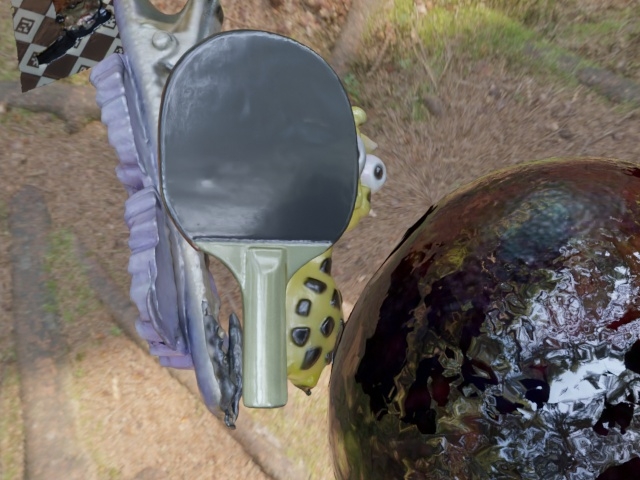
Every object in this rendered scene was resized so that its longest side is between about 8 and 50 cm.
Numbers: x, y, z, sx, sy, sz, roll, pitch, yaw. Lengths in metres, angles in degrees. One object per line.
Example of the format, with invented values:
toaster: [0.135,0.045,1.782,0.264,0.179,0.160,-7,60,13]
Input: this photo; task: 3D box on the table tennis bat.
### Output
table tennis bat: [-0.024,-0.011,0.380,0.087,0.013,0.156,4,80,-24]

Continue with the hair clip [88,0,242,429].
hair clip: [-0.081,-0.030,0.536,0.085,0.106,0.292,-11,63,0]

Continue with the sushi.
sushi: [-0.205,-0.196,0.772,0.120,0.126,0.026,-29,60,-31]

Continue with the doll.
doll: [0.001,0.000,0.897,0.086,0.117,0.291,3,73,39]

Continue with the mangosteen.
mangosteen: [0.148,0.100,0.528,0.311,0.311,0.311,0,92,7]
